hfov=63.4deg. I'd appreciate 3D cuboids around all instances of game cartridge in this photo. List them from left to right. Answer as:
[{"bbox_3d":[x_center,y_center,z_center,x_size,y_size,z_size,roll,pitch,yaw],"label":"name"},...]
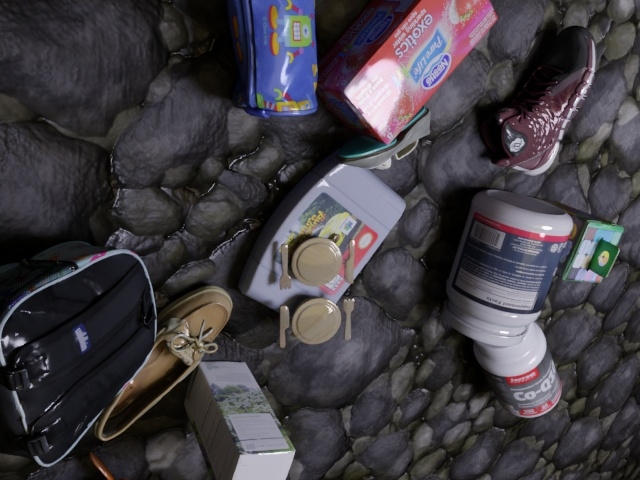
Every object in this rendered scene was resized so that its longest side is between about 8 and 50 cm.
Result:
[{"bbox_3d":[0.000,0.000,0.894,0.196,0.060,0.294,34,94,-32],"label":"game cartridge"}]

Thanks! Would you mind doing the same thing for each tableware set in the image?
[{"bbox_3d":[-0.009,0.082,0.874,0.128,0.039,0.194,-3,109,-15],"label":"tableware set"}]

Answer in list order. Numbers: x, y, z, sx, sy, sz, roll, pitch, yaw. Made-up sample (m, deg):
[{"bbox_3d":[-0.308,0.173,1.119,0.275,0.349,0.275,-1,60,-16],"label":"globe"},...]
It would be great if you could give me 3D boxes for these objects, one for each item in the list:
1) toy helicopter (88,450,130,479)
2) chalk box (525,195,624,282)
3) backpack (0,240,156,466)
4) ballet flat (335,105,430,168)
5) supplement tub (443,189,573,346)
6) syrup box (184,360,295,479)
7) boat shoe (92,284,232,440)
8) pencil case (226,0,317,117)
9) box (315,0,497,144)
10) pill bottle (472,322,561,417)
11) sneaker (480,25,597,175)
[{"bbox_3d":[-0.377,0.508,0.903,0.235,0.140,0.355,-53,138,-8],"label":"toy helicopter"},{"bbox_3d":[0.529,0.005,1.092,0.132,0.213,0.132,6,110,-32],"label":"chalk box"},{"bbox_3d":[-0.333,0.120,0.663,0.253,0.191,0.225,-45,139,-56],"label":"backpack"},{"bbox_3d":[0.111,-0.153,0.845,0.213,0.072,0.068,-37,132,-31],"label":"ballet flat"},{"bbox_3d":[0.364,0.051,1.035,0.191,0.191,0.272,0,113,-30],"label":"supplement tub"},{"bbox_3d":[-0.140,0.299,0.842,0.093,0.237,0.096,10,106,-32],"label":"syrup box"},{"bbox_3d":[-0.245,0.193,0.823,0.285,0.089,0.104,-46,126,-3],"label":"boat shoe"},{"bbox_3d":[-0.069,-0.309,0.660,0.133,0.119,0.306,-35,131,-47],"label":"pencil case"},{"bbox_3d":[0.117,-0.285,0.773,0.257,0.128,0.123,-49,126,-1],"label":"box"},{"bbox_3d":[0.454,0.277,1.214,0.161,0.161,0.283,-39,126,-7],"label":"pill bottle"},{"bbox_3d":[0.392,-0.258,0.959,0.163,0.106,0.281,0,113,-26],"label":"sneaker"}]
